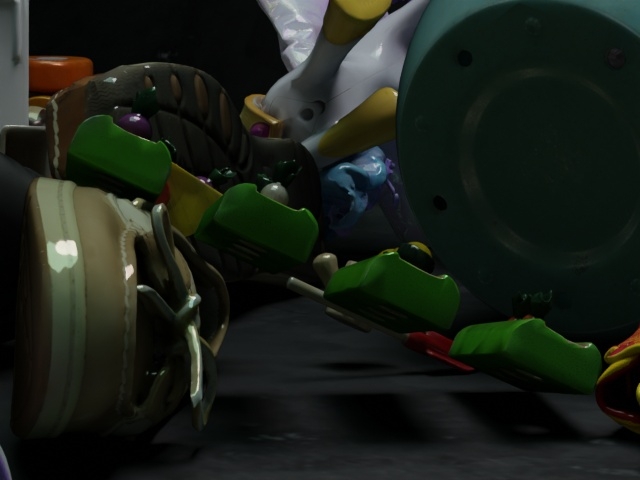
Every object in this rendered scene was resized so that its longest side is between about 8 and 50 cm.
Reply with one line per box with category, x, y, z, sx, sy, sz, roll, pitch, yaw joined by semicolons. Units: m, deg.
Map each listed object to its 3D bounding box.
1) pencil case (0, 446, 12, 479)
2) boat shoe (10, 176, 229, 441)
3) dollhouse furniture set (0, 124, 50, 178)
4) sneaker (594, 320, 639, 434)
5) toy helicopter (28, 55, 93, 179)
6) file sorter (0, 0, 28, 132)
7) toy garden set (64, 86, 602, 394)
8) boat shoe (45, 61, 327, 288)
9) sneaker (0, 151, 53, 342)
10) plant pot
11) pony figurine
pencil case;-0.160;0.063;0.535;0.088;0.086;0.206;-38;19;-18
boat shoe;-0.080;0.028;0.760;0.089;0.104;0.285;5;3;-4
dollhouse furniture set;-0.183;-0.007;1.011;0.091;0.114;0.081;0;10;-30
sneaker;0.152;0.053;0.783;0.067;0.064;0.175;-8;3;5
toy helicopter;-0.210;-0.089;1.649;0.355;0.140;0.235;8;11;32
file sorter;-0.335;-0.064;1.148;0.278;0.192;0.173;0;3;-14
toy garden set;0.000;0.000;0.843;0.244;0.049;0.204;25;-7;-6
boat shoe;-0.095;-0.022;1.094;0.120;0.122;0.324;-5;-13;18
sneaker;-0.253;0.015;0.933;0.296;0.104;0.147;-11;-22;28
plant pot;0.178;-0.072;0.992;0.293;0.293;0.235;6;22;34
pony figurine;0.037;-0.127;1.364;0.351;0.303;0.363;-31;-1;-38
